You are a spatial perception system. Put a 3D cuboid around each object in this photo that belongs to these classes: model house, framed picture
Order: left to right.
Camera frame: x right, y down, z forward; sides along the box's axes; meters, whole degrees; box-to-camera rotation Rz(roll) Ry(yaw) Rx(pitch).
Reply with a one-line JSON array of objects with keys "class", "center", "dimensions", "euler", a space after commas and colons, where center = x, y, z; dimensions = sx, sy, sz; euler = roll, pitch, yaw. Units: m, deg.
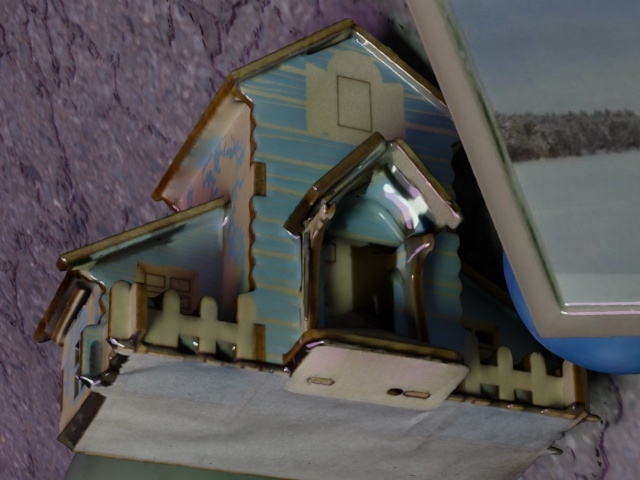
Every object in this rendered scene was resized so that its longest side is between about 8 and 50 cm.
[{"class": "model house", "center": [0.000, 0.000, 0.922], "dimensions": [0.178, 0.271, 0.206], "euler": [124, 151, -54]}, {"class": "framed picture", "center": [0.180, -0.047, 0.630], "dimensions": [0.289, 0.016, 0.213], "euler": [-2, 131, 30]}]

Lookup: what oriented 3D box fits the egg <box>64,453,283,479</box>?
[{"class": "egg", "center": [-0.045, 0.216, 1.097], "dimensions": [0.283, 0.203, 0.203], "euler": [55, 146, 18]}]

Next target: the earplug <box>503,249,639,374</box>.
[{"class": "earplug", "center": [0.138, -0.055, 0.747], "dimensions": [0.132, 0.132, 0.273], "euler": [40, 143, 32]}]
